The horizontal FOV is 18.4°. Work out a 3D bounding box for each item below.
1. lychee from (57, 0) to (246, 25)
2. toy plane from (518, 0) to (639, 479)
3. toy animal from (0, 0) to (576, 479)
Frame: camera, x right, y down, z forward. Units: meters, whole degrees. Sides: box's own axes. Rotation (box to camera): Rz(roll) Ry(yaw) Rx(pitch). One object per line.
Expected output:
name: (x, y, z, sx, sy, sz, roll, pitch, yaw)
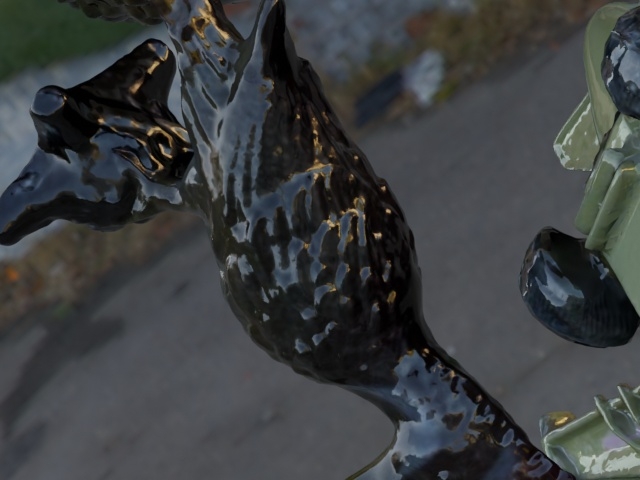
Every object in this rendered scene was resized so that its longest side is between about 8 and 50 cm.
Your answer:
lychee: (-0.047, -0.156, 0.656, 0.171, 0.171, 0.171, -35, 20, 15)
toy plane: (0.107, 0.005, 0.479, 0.244, 0.092, 0.229, -101, 24, -51)
toy animal: (-0.008, 0.001, 0.518, 0.070, 0.202, 0.105, -33, -10, -47)
